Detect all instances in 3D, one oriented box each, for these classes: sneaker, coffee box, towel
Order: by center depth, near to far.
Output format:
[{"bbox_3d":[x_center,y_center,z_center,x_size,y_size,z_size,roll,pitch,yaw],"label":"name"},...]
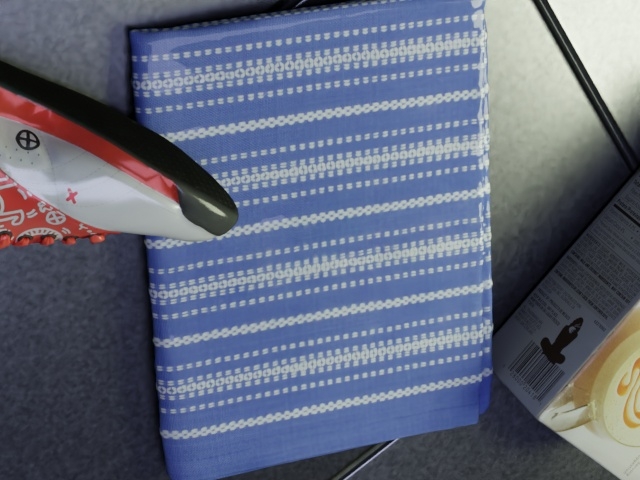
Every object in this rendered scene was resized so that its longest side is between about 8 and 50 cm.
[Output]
[{"bbox_3d":[-0.193,-0.024,1.123,0.270,0.090,0.145,25,104,-24],"label":"sneaker"},{"bbox_3d":[0.000,0.000,1.266,0.243,0.040,0.336,-11,118,-17],"label":"towel"},{"bbox_3d":[0.254,0.044,1.359,0.141,0.098,0.246,37,97,-34],"label":"coffee box"}]
